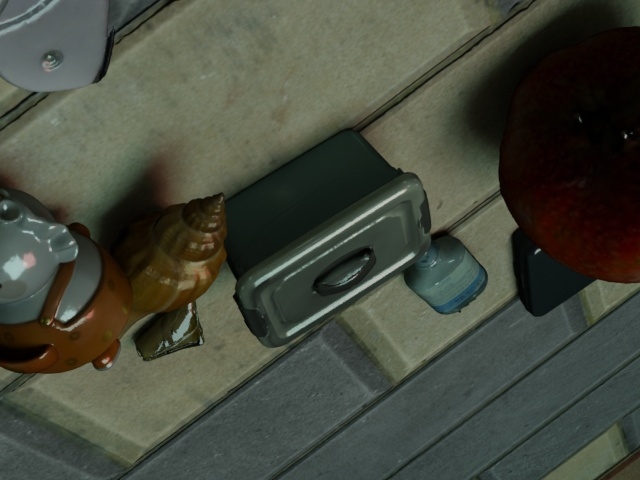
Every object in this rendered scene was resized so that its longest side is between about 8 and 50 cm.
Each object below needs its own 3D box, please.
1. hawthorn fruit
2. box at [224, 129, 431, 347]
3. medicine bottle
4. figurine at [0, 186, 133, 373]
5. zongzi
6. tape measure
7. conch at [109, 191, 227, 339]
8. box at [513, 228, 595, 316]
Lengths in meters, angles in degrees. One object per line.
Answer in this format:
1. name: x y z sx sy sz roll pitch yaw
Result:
1. hawthorn fruit: 0.345 -0.078 1.389 0.285 0.284 0.369 -36 165 -2
2. box: 0.000 0.000 1.272 0.227 0.130 0.162 -33 150 -9
3. medicine bottle: 0.155 0.037 1.572 0.090 0.053 0.208 -38 150 6
4. figurine: -0.254 0.021 1.050 0.143 0.143 0.271 -28 125 -15
5. zongzi: -0.169 0.091 1.321 0.076 0.040 0.083 -19 136 -16
6. tape measure: -0.219 -0.198 0.760 0.197 0.120 0.236 -13 139 -33
7. conch: -0.177 0.035 1.180 0.093 0.109 0.330 29 139 -25
8. box: 0.360 0.016 1.766 0.160 0.050 0.230 -33 151 -6
